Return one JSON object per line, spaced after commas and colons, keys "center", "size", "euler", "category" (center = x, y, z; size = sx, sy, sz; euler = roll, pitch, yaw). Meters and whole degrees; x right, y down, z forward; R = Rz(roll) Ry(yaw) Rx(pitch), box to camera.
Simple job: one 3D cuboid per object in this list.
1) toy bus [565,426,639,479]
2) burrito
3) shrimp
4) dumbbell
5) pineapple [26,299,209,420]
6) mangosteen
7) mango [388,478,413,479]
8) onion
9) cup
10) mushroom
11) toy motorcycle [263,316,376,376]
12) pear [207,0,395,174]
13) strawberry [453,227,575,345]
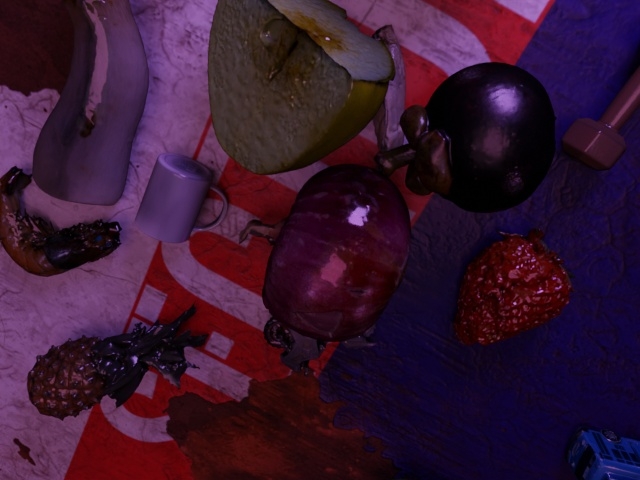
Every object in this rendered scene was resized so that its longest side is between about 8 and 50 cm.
{"center": [0.568, 0.422, 0.879], "size": [0.185, 0.106, 0.090], "euler": [11, 113, 5], "category": "toy bus"}
{"center": [0.102, -0.214, 0.747], "size": [0.058, 0.063, 0.229], "euler": [15, 115, 40], "category": "burrito"}
{"center": [-0.510, -0.041, 0.906], "size": [0.291, 0.054, 0.222], "euler": [-9, 108, 20], "category": "shrimp"}
{"center": [0.447, -0.210, 0.682], "size": [0.082, 0.092, 0.230], "euler": [41, 113, 24], "category": "dumbbell"}
{"center": [-0.394, 0.241, 0.937], "size": [0.365, 0.165, 0.165], "euler": [-19, 106, 14], "category": "pineapple"}
{"center": [0.200, -0.138, 0.681], "size": [0.250, 0.211, 0.211], "euler": [-7, 108, 11], "category": "mangosteen"}
{"center": [0.235, 0.613, 0.975], "size": [0.343, 0.156, 0.192], "euler": [38, 102, -2], "category": "mango"}
{"center": [0.029, 0.005, 0.744], "size": [0.273, 0.256, 0.230], "euler": [7, 128, -17], "category": "onion"}
{"center": [-0.244, -0.073, 0.846], "size": [0.099, 0.136, 0.133], "euler": [40, 114, 30], "category": "cup"}
{"center": [-0.371, -0.244, 0.780], "size": [0.177, 0.126, 0.396], "euler": [33, 115, 6], "category": "mushroom"}
{"center": [0.002, 0.189, 0.899], "size": [0.216, 0.080, 0.122], "euler": [-9, 108, 7], "category": "toy motorcycle"}
{"center": [-0.042, -0.210, 0.702], "size": [0.293, 0.159, 0.292], "euler": [8, 103, 36], "category": "pear"}
{"center": [0.304, 0.093, 0.805], "size": [0.228, 0.098, 0.174], "euler": [-38, 99, 18], "category": "strawberry"}
